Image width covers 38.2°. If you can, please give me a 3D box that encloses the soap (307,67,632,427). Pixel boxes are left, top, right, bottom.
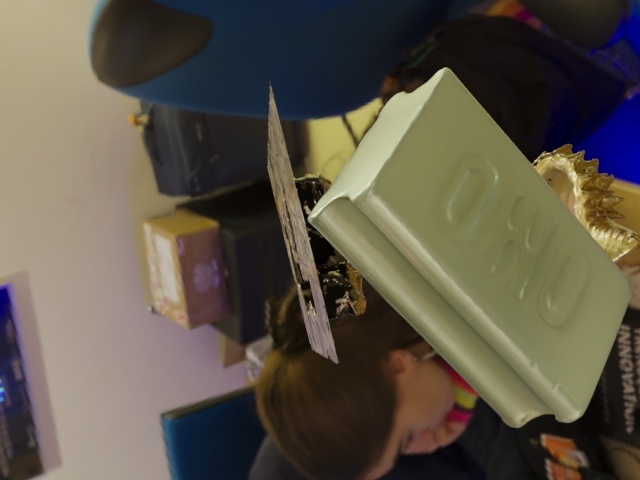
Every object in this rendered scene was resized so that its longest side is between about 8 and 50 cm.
[{"bbox_3d":[0.098,0.008,0.569,0.198,0.119,0.066,45,148,-18],"label":"soap"}]

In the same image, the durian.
[{"bbox_3d":[0.243,-0.010,0.838,0.224,0.078,0.140,-143,68,-72],"label":"durian"}]

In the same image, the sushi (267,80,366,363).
[{"bbox_3d":[0.000,0.000,0.739,0.279,0.043,0.193,117,139,-81],"label":"sushi"}]
